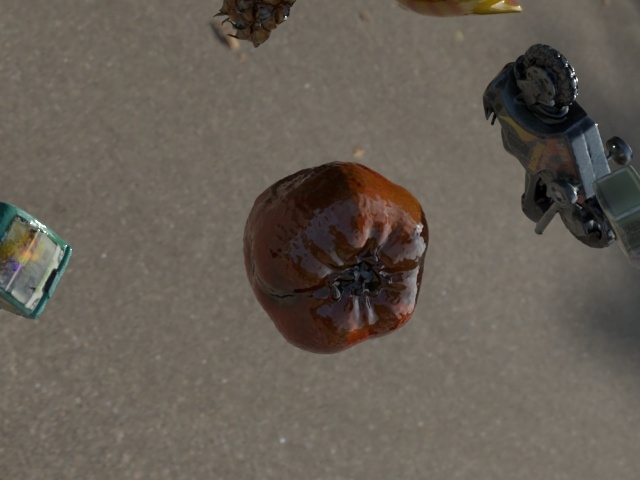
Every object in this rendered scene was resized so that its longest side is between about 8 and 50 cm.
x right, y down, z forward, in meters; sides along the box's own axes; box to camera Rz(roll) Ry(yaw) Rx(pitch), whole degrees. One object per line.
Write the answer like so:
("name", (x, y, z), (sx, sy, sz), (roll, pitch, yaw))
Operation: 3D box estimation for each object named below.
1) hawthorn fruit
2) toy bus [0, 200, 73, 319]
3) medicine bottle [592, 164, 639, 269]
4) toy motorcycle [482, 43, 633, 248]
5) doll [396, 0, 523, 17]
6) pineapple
("hawthorn fruit", (0.000, 0.000, 1.307), (0.207, 0.207, 0.243), (43, 4, -32))
("toy bus", (-0.348, -0.005, 1.033), (0.091, 0.261, 0.109), (-68, 152, -19))
("medicine bottle", (0.362, -0.020, 1.357), (0.118, 0.055, 0.074), (52, 15, -42))
("toy motorcycle", (0.288, -0.122, 1.481), (0.108, 0.173, 0.307), (-36, 126, -18))
("doll", (0.122, -0.354, 1.205), (0.162, 0.166, 0.270), (-35, 129, -48))
("pineapple", (-0.164, -0.464, 1.818), (0.271, 0.262, 0.262), (24, 45, -19))
